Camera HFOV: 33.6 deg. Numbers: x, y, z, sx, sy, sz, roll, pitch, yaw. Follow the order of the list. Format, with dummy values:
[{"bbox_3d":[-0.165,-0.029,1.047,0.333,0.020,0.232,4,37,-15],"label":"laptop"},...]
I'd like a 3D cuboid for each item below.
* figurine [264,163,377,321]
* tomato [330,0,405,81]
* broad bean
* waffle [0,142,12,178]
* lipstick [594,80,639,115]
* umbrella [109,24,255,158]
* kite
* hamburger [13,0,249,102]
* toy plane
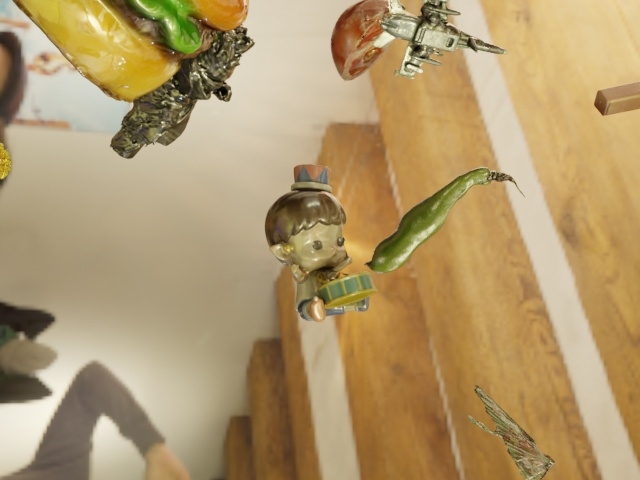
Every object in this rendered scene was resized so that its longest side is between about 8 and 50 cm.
[{"bbox_3d":[-0.007,0.003,1.814,0.158,0.161,0.276,-28,-101,39],"label":"figurine"},{"bbox_3d":[0.085,-0.475,2.423,0.112,0.199,0.228,42,-35,12],"label":"tomato"},{"bbox_3d":[0.210,-0.039,1.934,0.056,0.318,0.098,38,25,-52],"label":"broad bean"},{"bbox_3d":[-0.648,-0.157,2.100,0.016,0.085,0.078,12,-120,40],"label":"waffle"},{"bbox_3d":[0.635,-0.294,2.170,0.045,0.145,0.045,94,-23,-44],"label":"lipstick"},{"bbox_3d":[-0.240,-0.240,1.792,0.337,0.128,0.154,-48,-152,24],"label":"umbrella"},{"bbox_3d":[0.394,0.411,2.175,0.013,0.267,0.323,-49,-146,17],"label":"kite"},{"bbox_3d":[-0.288,-0.432,1.558,0.396,0.277,0.396,52,10,-13],"label":"hamburger"},{"bbox_3d":[0.236,-0.382,1.999,0.088,0.262,0.192,-89,-165,-63],"label":"toy plane"}]
